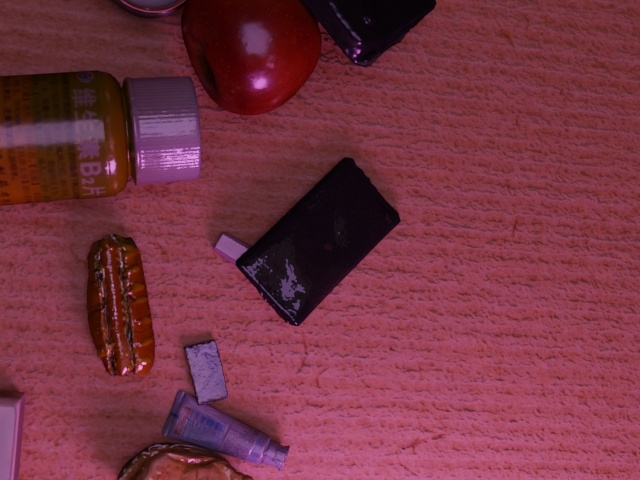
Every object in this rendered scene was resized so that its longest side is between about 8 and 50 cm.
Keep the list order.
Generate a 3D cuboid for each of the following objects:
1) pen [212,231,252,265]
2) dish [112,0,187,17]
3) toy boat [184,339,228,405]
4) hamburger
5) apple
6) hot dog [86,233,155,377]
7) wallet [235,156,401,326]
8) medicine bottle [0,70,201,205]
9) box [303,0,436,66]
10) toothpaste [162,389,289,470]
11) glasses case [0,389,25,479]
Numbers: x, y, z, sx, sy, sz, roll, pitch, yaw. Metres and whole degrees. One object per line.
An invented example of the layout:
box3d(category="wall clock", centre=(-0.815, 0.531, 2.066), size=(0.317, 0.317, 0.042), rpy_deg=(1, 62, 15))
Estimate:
box3d(category="pen", centre=(-0.112, 0.050, 1.866), size=(0.197, 0.032, 0.053), rpy_deg=(33, 80, -7))
box3d(category="dish", centre=(-0.319, -0.529, 1.802), size=(0.256, 0.117, 0.256), rpy_deg=(1, 87, -13))
box3d(category="toy boat", centre=(-0.214, 0.247, 1.832), size=(0.063, 0.016, 0.115), rpy_deg=(-12, 81, -15))
box3d(category="hamburger", centre=(-0.237, 0.444, 1.784), size=(0.262, 0.124, 0.130), rpy_deg=(21, 65, -15))
box3d(category="apple", centre=(-0.127, -0.362, 1.767), size=(0.217, 0.260, 0.260), rpy_deg=(-31, 94, -18))
box3d(category="hot dog", centre=(-0.370, 0.121, 1.788), size=(0.115, 0.072, 0.268), rpy_deg=(-11, 90, -5))
box3d(category="wallet", centre=(0.000, 0.000, 1.868), size=(0.170, 0.044, 0.321), rpy_deg=(47, 69, -5))
box3d(category="medicine bottle", centre=(-0.412, -0.184, 1.713), size=(0.385, 0.224, 0.224), rpy_deg=(-6, 89, -13))
box3d(category="box", centre=(0.046, -0.515, 1.801), size=(0.359, 0.091, 0.350), rpy_deg=(51, 38, -5))
box3d(category="toothpaste", centre=(-0.174, 0.365, 1.830), size=(0.234, 0.057, 0.089), rpy_deg=(23, 80, -3))
box3d(category="glasses case", centre=(-0.569, 0.433, 1.691), size=(0.076, 0.144, 0.336), rpy_deg=(5, 85, -12))
